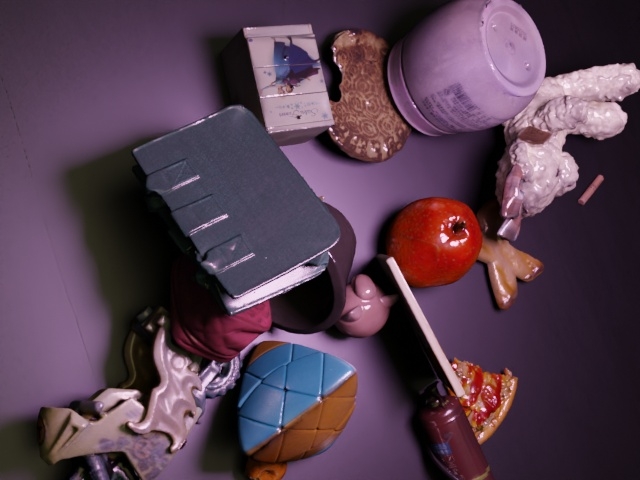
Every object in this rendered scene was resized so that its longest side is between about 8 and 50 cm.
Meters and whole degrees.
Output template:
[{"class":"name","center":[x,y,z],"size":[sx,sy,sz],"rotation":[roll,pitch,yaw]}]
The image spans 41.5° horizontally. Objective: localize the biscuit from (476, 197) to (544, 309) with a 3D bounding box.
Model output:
[{"class":"biscuit","center":[0.393,0.031,1.881],"size":[0.164,0.047,0.208],"rotation":[-42,100,-27]}]

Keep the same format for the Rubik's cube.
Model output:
[{"class":"Rubik's cube","center":[-0.040,0.257,1.544],"size":[0.254,0.254,0.254],"rotation":[4,81,-25]}]

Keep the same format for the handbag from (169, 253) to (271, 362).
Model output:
[{"class":"handbag","center":[-0.175,0.090,1.454],"size":[0.146,0.135,0.225],"rotation":[24,38,-35]}]

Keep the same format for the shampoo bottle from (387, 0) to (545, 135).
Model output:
[{"class":"shampoo bottle","center":[0.301,-0.360,1.759],"size":[0.273,0.266,0.273],"rotation":[11,73,-40]}]

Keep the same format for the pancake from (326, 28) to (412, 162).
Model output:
[{"class":"pancake","center":[0.090,-0.303,1.768],"size":[0.286,0.033,0.288],"rotation":[-21,92,-37]}]

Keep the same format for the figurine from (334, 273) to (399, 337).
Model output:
[{"class":"figurine","center":[0.078,0.131,1.668],"size":[0.125,0.138,0.125],"rotation":[5,76,-21]}]

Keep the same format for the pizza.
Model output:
[{"class":"pizza","center":[0.328,0.320,1.802],"size":[0.199,0.062,0.188],"rotation":[40,66,-14]}]

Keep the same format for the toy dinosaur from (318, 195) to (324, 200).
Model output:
[{"class":"toy dinosaur","center":[0.015,0.000,1.714],"size":[0.058,0.037,0.180],"rotation":[2,73,-1]}]

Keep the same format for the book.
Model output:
[{"class":"book","center":[0.193,0.161,1.677],"size":[0.020,0.208,0.295],"rotation":[-28,91,-1]}]

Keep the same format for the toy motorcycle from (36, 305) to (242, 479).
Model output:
[{"class":"toy motorcycle","center":[-0.314,0.282,1.447],"size":[0.237,0.169,0.410],"rotation":[51,59,-18]}]

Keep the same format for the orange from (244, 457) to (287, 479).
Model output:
[{"class":"orange","center":[-0.102,0.417,1.581],"size":[0.086,0.062,0.086],"rotation":[-9,126,-13]}]

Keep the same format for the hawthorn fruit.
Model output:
[{"class":"hawthorn fruit","center":[0.242,-0.006,1.715],"size":[0.197,0.225,0.196],"rotation":[6,73,-20]}]

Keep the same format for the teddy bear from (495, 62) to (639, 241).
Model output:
[{"class":"teddy bear","center":[0.537,-0.179,1.835],"size":[0.375,0.327,0.362],"rotation":[-4,53,-3]}]

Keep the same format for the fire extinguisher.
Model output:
[{"class":"fire extinguisher","center":[0.284,0.434,1.722],"size":[0.105,0.141,0.341],"rotation":[-28,97,-21]}]

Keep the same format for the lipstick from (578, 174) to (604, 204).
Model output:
[{"class":"lipstick","center":[0.654,-0.122,2.043],"size":[0.019,0.019,0.094],"rotation":[48,66,-12]}]

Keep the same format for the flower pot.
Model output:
[{"class":"flower pot","center":[-0.038,0.028,1.591],"size":[0.269,0.269,0.166],"rotation":[55,42,-9]}]

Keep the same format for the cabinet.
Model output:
[{"class":"cabinet","center":[-0.085,-0.298,1.644],"size":[0.145,0.150,0.206],"rotation":[-11,87,-26]}]

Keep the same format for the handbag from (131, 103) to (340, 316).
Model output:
[{"class":"handbag","center":[-0.142,-0.055,1.394],"size":[0.238,0.089,0.326],"rotation":[-26,69,-26]}]
